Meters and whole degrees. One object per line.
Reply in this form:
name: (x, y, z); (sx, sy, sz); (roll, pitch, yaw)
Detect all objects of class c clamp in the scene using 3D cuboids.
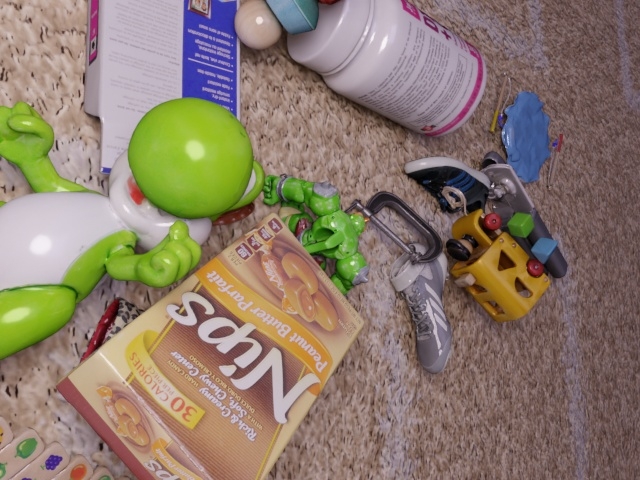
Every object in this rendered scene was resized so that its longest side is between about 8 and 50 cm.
c clamp: (0.114, -0.017, 0.930); (0.161, 0.022, 0.137); (39, 40, 2)

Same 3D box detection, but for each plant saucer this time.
plant saucer: (-0.121, -0.040, 0.729); (0.084, 0.083, 0.013); (4, 65, -40)

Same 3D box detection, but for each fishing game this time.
fishing game: (0.416, -0.208, 1.241); (0.264, 0.041, 0.189); (25, 74, -40)

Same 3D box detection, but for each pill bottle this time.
pill bottle: (0.101, -0.273, 0.905); (0.283, 0.160, 0.160); (16, 72, -37)

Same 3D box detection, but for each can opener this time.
can opener: (0.389, -0.048, 1.163); (0.283, 0.076, 0.095); (51, 46, -25)

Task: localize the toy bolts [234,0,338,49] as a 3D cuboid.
toy bolts: (-0.073, -0.352, 0.749); (0.228, 0.158, 0.218); (56, 10, -6)

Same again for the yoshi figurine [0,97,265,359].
yoshi figurine: (-0.201, -0.026, 0.536); (0.362, 0.203, 0.203); (-32, 120, -26)

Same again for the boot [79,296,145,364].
boot: (-0.177, 0.189, 0.634); (0.179, 0.085, 0.236); (34, 50, -29)

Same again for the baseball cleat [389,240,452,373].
baseball cleat: (0.151, 0.101, 0.950); (0.109, 0.072, 0.205); (18, 61, -30)

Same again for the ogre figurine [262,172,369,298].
ogre figurine: (0.000, 0.000, 0.799); (0.097, 0.118, 0.197); (-6, 87, -41)

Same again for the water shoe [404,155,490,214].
water shoe: (0.224, -0.088, 1.034); (0.203, 0.073, 0.080); (10, 78, -38)

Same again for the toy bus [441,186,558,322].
toy bus: (0.261, 0.038, 0.972); (0.104, 0.202, 0.191); (-45, 138, -22)

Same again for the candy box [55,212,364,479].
candy box: (-0.087, 0.114, 0.638); (0.183, 0.087, 0.316); (50, 33, -4)

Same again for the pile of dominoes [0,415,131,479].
pile of dominoes: (-0.283, 0.266, 0.524); (0.251, 0.040, 0.196); (51, 58, -39)

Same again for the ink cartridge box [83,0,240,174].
ink cartridge box: (-0.182, -0.239, 0.725); (0.176, 0.069, 0.370); (7, 75, -40)
